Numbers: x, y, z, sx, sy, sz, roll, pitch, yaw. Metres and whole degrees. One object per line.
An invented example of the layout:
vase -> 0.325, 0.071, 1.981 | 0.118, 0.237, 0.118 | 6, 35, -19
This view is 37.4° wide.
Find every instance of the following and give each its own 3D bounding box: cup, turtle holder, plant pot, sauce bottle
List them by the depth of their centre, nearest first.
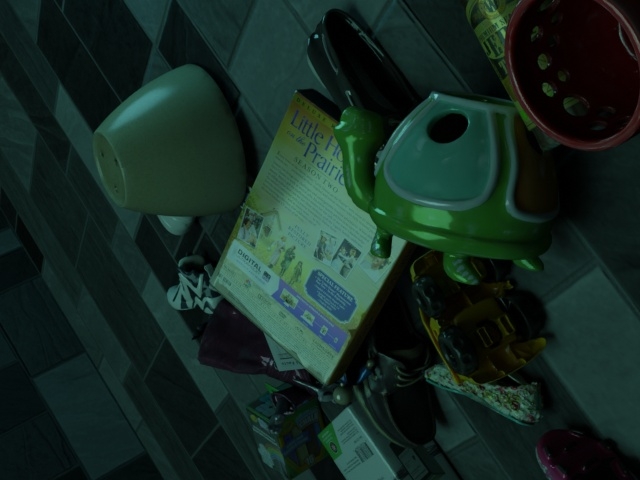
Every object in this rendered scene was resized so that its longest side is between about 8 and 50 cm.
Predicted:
plant pot -> 0.327, -0.212, 1.034 | 0.191, 0.174, 0.191 | 37, 141, 38
sauce bottle -> 0.241, -0.280, 1.179 | 0.344, 0.111, 0.111 | 60, 150, 3
turtle holder -> 0.184, -0.092, 1.316 | 0.320, 0.244, 0.227 | 34, 121, 58
cup -> -0.340, -0.185, 2.005 | 0.331, 0.237, 0.331 | 40, 141, 44

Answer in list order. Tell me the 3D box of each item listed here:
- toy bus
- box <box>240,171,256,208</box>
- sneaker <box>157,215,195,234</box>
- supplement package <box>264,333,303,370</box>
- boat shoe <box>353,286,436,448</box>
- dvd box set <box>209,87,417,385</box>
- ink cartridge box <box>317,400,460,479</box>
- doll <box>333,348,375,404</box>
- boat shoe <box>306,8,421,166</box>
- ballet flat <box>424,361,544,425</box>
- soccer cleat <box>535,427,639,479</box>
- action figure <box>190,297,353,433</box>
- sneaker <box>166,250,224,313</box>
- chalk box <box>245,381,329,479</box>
toy bus -> 0.227, 0.118, 1.515 | 0.220, 0.150, 0.211 | 61, 166, 7
box -> -0.148, -0.093, 2.020 | 0.136, 0.028, 0.081 | 45, 145, 32
sneaker -> -0.388, -0.166, 2.270 | 0.292, 0.108, 0.169 | 49, 147, 5
supplement package -> -0.037, 0.111, 1.819 | 0.139, 0.134, 0.244 | -10, 106, 36
boat shoe -> 0.129, 0.222, 1.739 | 0.130, 0.132, 0.355 | -16, 100, 58
dvd box set -> -0.001, -0.003, 1.621 | 0.308, 0.062, 0.420 | 38, 120, 22
ink cartridge box -> 0.145, 0.458, 1.911 | 0.289, 0.122, 0.211 | 55, 150, 13
doll -> 0.037, 0.205, 1.711 | 0.129, 0.046, 0.188 | 2, 102, 28
boat shoe -> 0.086, -0.221, 1.469 | 0.335, 0.112, 0.095 | 54, 154, 21
ballet flat -> 0.279, 0.236, 1.589 | 0.241, 0.091, 0.077 | 18, 98, 46
soccer cleat -> 0.451, 0.413, 1.404 | 0.331, 0.116, 0.143 | 33, 139, 41
action figure -> -0.088, 0.262, 2.052 | 0.370, 0.248, 0.276 | 30, 178, 8
sneaker -> -0.324, 0.095, 2.382 | 0.235, 0.094, 0.153 | 10, 120, 54
chalk box -> -0.080, 0.425, 2.231 | 0.132, 0.132, 0.213 | 20, 129, 51
